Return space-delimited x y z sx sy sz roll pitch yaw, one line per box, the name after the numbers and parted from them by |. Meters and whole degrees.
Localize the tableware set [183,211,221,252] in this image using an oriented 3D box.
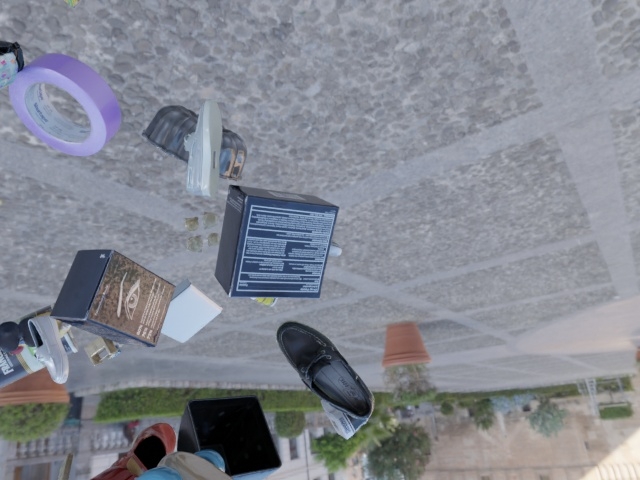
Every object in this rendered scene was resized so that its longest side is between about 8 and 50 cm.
-0.482 -0.034 1.889 0.141 0.168 0.020 -10 -166 -18 | tableware set

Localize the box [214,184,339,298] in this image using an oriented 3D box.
-0.136 0.006 1.378 0.296 0.294 0.183 5 -166 -29 | box

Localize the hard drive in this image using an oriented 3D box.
-0.494 0.263 1.676 0.203 0.040 0.307 -40 156 -9 | hard drive

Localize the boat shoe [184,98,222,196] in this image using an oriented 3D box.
-0.284 -0.217 1.085 0.081 0.227 0.079 6 -172 9 | boat shoe

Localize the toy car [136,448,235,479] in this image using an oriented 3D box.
-0.220 0.492 0.734 0.210 0.238 0.219 27 169 15 | toy car

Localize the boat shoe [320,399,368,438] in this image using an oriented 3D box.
0.078 0.535 1.451 0.105 0.113 0.306 -28 169 -14 | boat shoe

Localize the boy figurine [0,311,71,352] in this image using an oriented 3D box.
-0.815 0.259 1.339 0.177 0.092 0.285 -11 179 -15 | boy figurine

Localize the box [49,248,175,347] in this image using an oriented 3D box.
-0.436 0.128 0.995 0.108 0.153 0.207 -1 151 25 | box

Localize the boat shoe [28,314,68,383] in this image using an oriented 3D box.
-0.687 0.274 1.160 0.066 0.184 0.063 -30 163 31 | boat shoe

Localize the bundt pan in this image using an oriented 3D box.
-0.369 -0.314 1.431 0.331 0.331 0.124 16 107 -46 | bundt pan

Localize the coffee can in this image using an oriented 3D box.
-1.038 0.370 1.628 0.275 0.201 0.201 -26 169 -26 | coffee can

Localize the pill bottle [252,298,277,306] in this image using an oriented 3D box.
-0.219 0.194 1.692 0.116 0.065 0.065 26 146 -24 | pill bottle

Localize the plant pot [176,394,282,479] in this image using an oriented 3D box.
-0.232 0.493 1.070 0.187 0.188 0.167 10 124 -39 | plant pot

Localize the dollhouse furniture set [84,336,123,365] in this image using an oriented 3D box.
-0.716 0.324 1.621 0.184 0.129 0.129 -36 171 10 | dollhouse furniture set

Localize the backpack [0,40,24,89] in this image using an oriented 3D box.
-0.836 -0.421 1.121 0.152 0.182 0.115 13 134 13 | backpack

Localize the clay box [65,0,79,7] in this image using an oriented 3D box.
-0.521 -0.590 1.002 0.053 0.127 0.222 41 175 -29 | clay box

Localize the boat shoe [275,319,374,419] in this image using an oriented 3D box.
0.012 0.346 1.218 0.127 0.340 0.113 -40 177 -4 | boat shoe

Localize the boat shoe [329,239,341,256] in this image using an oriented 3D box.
0.000 0.000 2.017 0.109 0.094 0.302 25 175 -31 | boat shoe

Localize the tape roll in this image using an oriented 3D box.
-0.718 -0.378 1.308 0.275 0.090 0.274 8 134 8 | tape roll

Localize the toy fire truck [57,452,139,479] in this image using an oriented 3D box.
-0.507 0.568 1.009 0.217 0.246 0.158 -49 169 4 | toy fire truck

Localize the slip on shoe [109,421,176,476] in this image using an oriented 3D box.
-0.435 0.547 1.191 0.101 0.123 0.331 -41 176 -2 | slip on shoe
